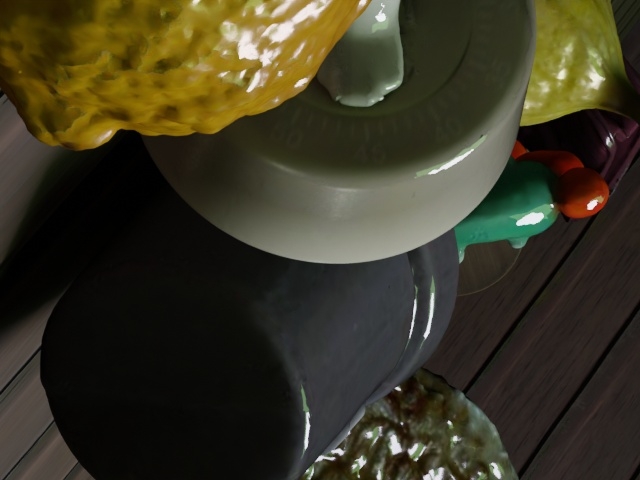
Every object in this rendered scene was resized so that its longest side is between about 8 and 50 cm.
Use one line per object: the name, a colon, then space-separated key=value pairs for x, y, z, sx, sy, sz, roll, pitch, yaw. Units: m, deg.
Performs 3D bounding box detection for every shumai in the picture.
shumai: x=-0.027 y=0.267 z=1.701 sx=0.395 sy=0.395 sz=0.348 roll=-53 pitch=-163 yaw=-11

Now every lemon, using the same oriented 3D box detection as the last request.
lemon: x=-0.040 y=-0.113 z=0.481 sx=0.187 sy=0.142 sz=0.142 roll=-60 pitch=172 yaw=3

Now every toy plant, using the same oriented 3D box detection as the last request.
toy plant: x=-0.010 y=0.007 z=1.012 sx=0.279 sy=0.185 sz=0.400 roll=-38 pitch=-176 yaw=31

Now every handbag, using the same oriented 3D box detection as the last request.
handbag: x=0.201 y=-0.138 z=1.518 sx=0.074 sy=0.203 sz=0.216 roll=-31 pitch=164 yaw=-11

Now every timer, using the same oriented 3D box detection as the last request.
timer: x=0.021 y=-0.113 z=0.648 sx=0.175 sy=0.175 sz=0.266 roll=-51 pitch=175 yaw=-20

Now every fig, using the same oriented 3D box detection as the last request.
fig: x=0.144 y=-0.127 z=1.115 sx=0.159 sy=0.257 sz=0.159 roll=-40 pitch=154 yaw=-24

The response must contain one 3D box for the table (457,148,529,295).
table: x=0.137 y=-0.073 z=1.691 sx=0.167 sy=0.167 sz=0.226 roll=-59 pitch=179 yaw=33
